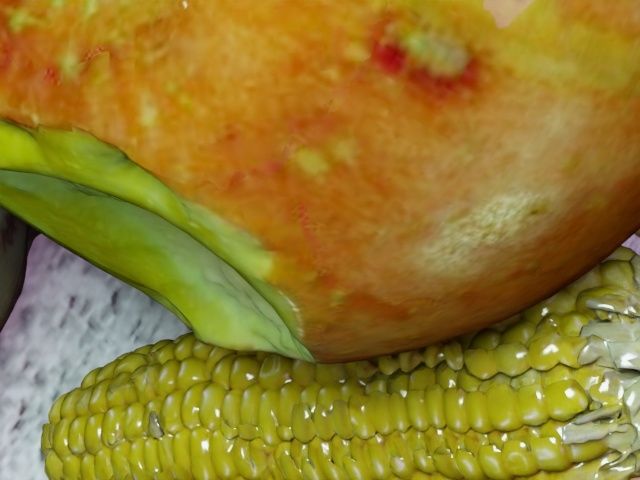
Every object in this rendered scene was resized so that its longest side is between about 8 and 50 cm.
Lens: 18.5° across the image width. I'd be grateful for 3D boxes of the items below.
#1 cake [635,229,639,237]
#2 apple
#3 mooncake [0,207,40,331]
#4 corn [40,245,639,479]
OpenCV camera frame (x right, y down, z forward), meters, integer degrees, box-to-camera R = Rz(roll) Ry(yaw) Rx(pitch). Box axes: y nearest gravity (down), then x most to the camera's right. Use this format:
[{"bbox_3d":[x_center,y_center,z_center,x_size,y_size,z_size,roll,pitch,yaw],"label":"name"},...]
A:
[{"bbox_3d":[0.135,-0.085,0.866,0.208,0.178,0.185,29,48,-47],"label":"cake"},{"bbox_3d":[0.003,-0.127,0.662,0.339,0.339,0.339,-18,116,-41],"label":"apple"},{"bbox_3d":[-0.162,0.006,0.725,0.130,0.073,0.125,43,71,-47],"label":"mooncake"},{"bbox_3d":[0.026,0.068,0.777,0.115,0.318,0.115,18,68,-51],"label":"corn"}]
